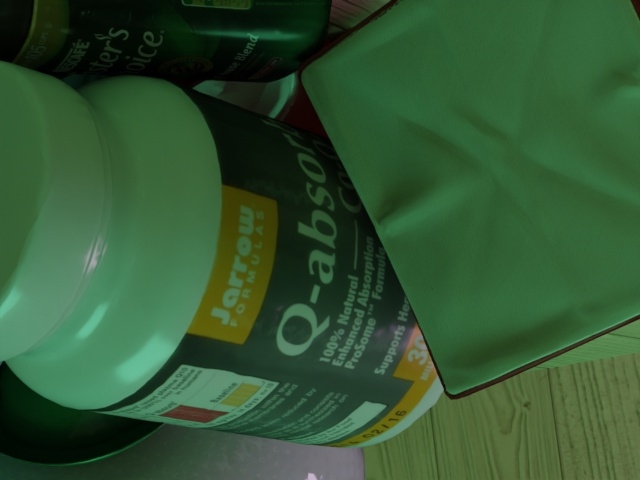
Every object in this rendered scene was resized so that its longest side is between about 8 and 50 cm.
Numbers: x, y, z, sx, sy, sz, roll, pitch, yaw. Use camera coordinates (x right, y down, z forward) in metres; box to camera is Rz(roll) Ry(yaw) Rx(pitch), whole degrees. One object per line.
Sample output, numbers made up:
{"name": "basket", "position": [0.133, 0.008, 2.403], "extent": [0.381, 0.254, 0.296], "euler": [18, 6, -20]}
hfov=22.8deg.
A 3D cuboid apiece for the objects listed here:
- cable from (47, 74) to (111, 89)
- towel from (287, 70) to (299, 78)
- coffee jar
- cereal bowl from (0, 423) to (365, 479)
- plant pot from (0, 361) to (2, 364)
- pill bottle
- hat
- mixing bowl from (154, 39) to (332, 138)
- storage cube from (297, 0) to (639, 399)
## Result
{"name": "cable", "position": [-0.172, -0.098, 0.873], "extent": [0.150, 0.047, 0.184], "euler": [-11, -179, 10]}
{"name": "towel", "position": [0.019, -0.082, 1.094], "extent": [0.325, 0.038, 0.248], "euler": [-11, 166, 21]}
{"name": "coffee jar", "position": [-0.094, -0.120, 0.758], "extent": [0.184, 0.079, 0.096], "euler": [0, 170, -24]}
{"name": "cereal bowl", "position": [-0.140, 0.160, 1.288], "extent": [0.339, 0.141, 0.339], "euler": [-10, -158, 4]}
{"name": "plant pot", "position": [-0.385, 0.114, 1.109], "extent": [0.247, 0.252, 0.248], "euler": [28, 156, -18]}
{"name": "pill bottle", "position": [-0.065, 0.011, 0.783], "extent": [0.162, 0.162, 0.278], "euler": [-16, 158, 40]}
{"name": "hat", "position": [-0.189, 0.045, 1.153], "extent": [0.208, 0.183, 0.173], "euler": [12, -137, 32]}
{"name": "mixing bowl", "position": [-0.044, -0.063, 0.933], "extent": [0.181, 0.098, 0.181], "euler": [-13, 135, -13]}
{"name": "storage cube", "position": [0.140, -0.054, 0.767], "extent": [0.215, 0.184, 0.193], "euler": [-29, 172, 40]}
